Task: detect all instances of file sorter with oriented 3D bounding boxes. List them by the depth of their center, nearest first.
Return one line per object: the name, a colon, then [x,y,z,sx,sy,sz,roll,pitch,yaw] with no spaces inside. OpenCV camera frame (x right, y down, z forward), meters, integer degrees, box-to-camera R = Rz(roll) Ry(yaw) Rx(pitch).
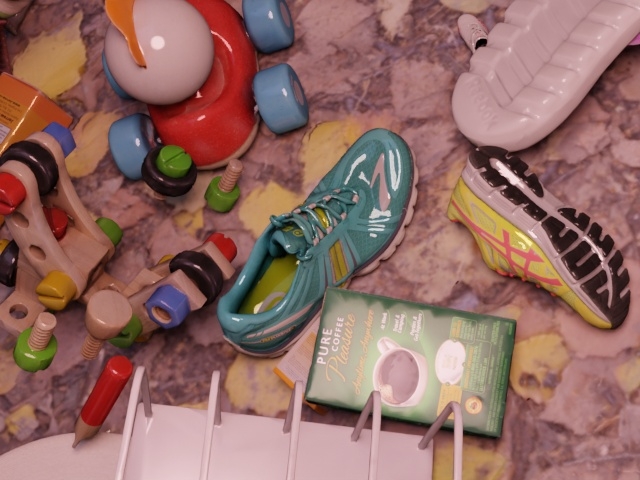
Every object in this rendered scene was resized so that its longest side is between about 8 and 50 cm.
file sorter: [-0.033,0.221,0.818,0.277,0.173,0.193,7,62,-2]

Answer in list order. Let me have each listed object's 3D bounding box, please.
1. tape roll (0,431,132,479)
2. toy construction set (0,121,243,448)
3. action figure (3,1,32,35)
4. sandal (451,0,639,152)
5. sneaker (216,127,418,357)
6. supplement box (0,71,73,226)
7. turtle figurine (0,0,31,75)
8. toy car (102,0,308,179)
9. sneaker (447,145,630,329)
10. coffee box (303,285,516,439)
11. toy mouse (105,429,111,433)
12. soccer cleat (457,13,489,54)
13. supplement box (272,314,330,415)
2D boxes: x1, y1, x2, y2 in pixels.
tape roll: [-0.217,0.374,0.916,0.392,0.072,0.392,-3,71,10]
toy construction set: [-0.236,0.065,1.008,0.257,0.237,0.309,16,45,-19]
action figure: [-0.414,-0.478,1.291,0.341,0.178,0.330,36,79,2]
sandal: [0.300,-0.241,0.987,0.416,0.102,0.169,-42,46,5]
sneaker: [0.000,0.000,0.990,0.107,0.110,0.275,33,83,27]
supplement box: [-0.400,-0.079,1.182,0.080,0.078,0.233,26,80,26]
turtle figurine: [-0.459,-0.256,1.127,0.266,0.274,0.198,-38,37,34]
toy car: [-0.159,-0.207,1.054,0.219,0.238,0.210,-15,66,13]
sneaker: [0.203,0.008,0.942,0.208,0.081,0.094,49,136,14]
coffee box: [0.084,0.114,0.928,0.184,0.040,0.113,9,77,6]
toy mouse: [-0.258,0.294,1.014,0.161,0.031,0.143,-27,63,9]
soccer cleat: [0.168,-0.213,1.052,0.029,0.035,0.083,-26,64,9]
supplement box: [0.010,0.115,0.983,0.062,0.036,0.098,40,86,26]
